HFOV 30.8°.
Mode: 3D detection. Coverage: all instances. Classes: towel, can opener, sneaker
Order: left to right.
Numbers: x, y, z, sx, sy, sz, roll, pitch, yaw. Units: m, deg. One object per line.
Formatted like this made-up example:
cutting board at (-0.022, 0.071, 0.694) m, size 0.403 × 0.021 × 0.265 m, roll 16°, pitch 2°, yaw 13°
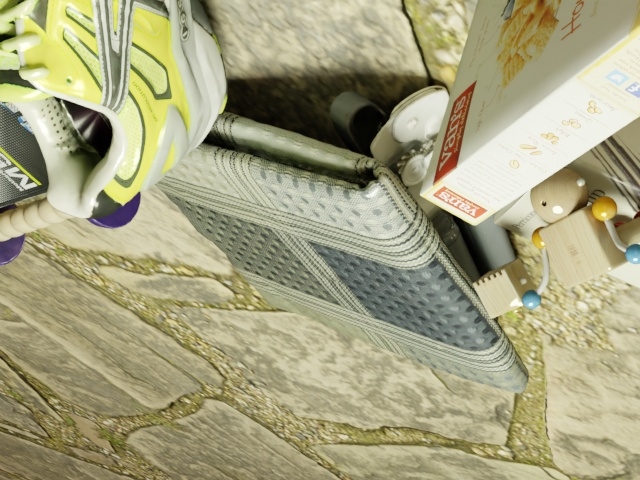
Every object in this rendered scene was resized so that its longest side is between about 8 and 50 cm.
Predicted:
sneaker at (-0.166, -0.172, 0.730) m, size 0.145 × 0.147 × 0.384 m, roll 5°, pitch 139°, yaw 28°
towel at (0.000, 0.000, 0.984) m, size 0.324 × 0.056 × 0.312 m, roll 17°, pitch 158°, yaw 41°
can opener at (0.099, -0.026, 0.935) m, size 0.093 × 0.074 × 0.280 m, roll 41°, pitch 170°, yaw 44°

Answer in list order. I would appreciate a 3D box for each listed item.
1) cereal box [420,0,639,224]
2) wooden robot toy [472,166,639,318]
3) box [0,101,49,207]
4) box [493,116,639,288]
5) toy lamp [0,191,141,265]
cereal box at (0.146, -0.126, 0.607) m, size 0.047 × 0.173 × 0.240 m, roll 28°, pitch 150°, yaw -15°
wooden robot toy at (0.159, -0.014, 0.732) m, size 0.173 × 0.076 × 0.079 m, roll -32°, pitch 87°, yaw 52°
box at (-0.298, -0.116, 1.013) m, size 0.184 × 0.045 × 0.190 m, roll -12°, pitch 130°, yaw 41°
box at (0.270, -0.015, 0.801) m, size 0.275 × 0.094 × 0.113 m, roll 22°, pitch 151°, yaw -6°
toy lamp at (-0.287, -0.022, 1.156) m, size 0.275 × 0.080 × 0.080 m, roll -11°, pitch 139°, yaw 43°
